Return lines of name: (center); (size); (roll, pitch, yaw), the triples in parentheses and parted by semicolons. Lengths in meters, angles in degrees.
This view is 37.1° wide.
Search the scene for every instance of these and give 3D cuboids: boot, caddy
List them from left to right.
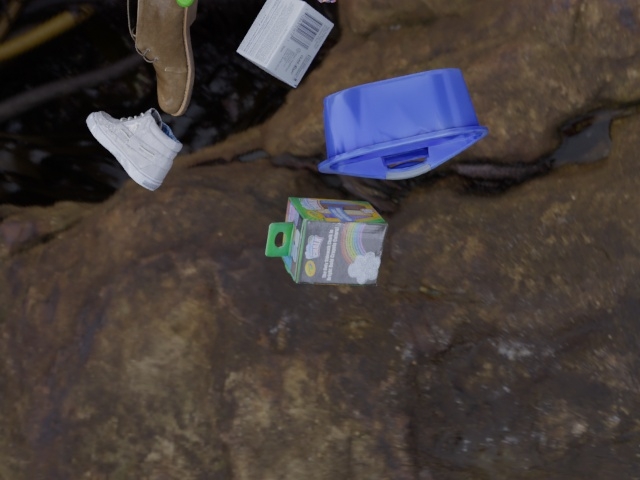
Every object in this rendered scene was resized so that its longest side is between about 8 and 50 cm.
boot: (-0.369, -0.218, 1.926); (0.258, 0.095, 0.123); (44, 102, 32)
boot: (-0.296, -0.355, 1.736); (0.115, 0.305, 0.112); (-22, 49, -29)
caddy: (0.155, -0.210, 1.873); (0.341, 0.241, 0.179); (-12, 87, 0)

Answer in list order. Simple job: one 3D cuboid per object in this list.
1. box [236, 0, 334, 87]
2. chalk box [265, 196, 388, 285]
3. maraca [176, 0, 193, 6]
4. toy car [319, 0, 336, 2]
box: (-0.061, -0.342, 1.613); (0.126, 0.072, 0.137); (-58, 34, 6)
chalk box: (0.000, 0.000, 1.804); (0.213, 0.132, 0.132); (4, 110, -16)
maraca: (-0.114, -0.307, 0.881); (0.127, 0.099, 0.186); (22, 80, -11)
toy car: (0.050, -0.489, 1.816); (0.122, 0.040, 0.060); (-24, 45, 16)
